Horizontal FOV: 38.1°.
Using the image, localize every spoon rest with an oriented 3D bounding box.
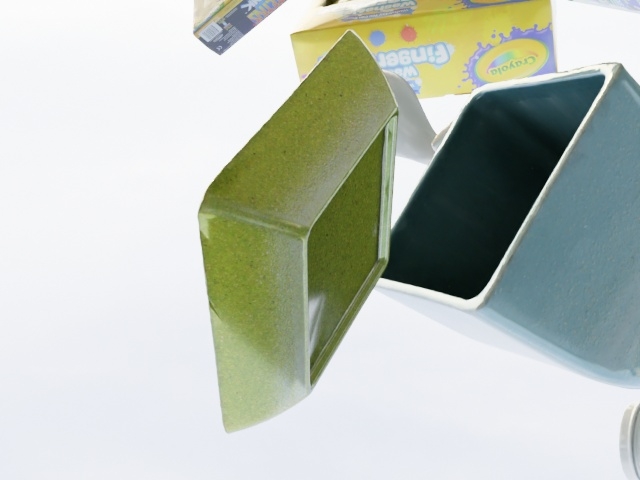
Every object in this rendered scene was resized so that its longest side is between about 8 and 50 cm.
[{"bbox_3d":[0.103,-0.164,1.282,0.137,0.084,0.276,-44,-140,-8],"label":"spoon rest"}]

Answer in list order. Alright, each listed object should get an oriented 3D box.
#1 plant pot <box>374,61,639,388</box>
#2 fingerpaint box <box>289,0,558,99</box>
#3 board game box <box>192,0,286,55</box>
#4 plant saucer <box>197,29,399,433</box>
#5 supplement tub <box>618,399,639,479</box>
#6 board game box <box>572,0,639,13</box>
[{"bbox_3d":[0.240,0.013,0.895,0.252,0.248,0.247,35,-98,-19],"label":"plant pot"},{"bbox_3d":[0.205,-0.404,1.709,0.445,0.163,0.371,-4,-149,16],"label":"fingerpaint box"},{"bbox_3d":[-0.074,-0.314,1.069,0.048,0.170,0.141,36,-145,-35],"label":"board game box"},{"bbox_3d":[0.000,0.000,0.555,0.045,0.188,0.188,17,-136,19],"label":"plant saucer"},{"bbox_3d":[0.538,0.290,1.298,0.200,0.144,0.144,-4,-141,39],"label":"supplement tub"},{"bbox_3d":[0.381,-0.384,1.258,0.214,0.046,0.317,25,-174,36],"label":"board game box"}]
